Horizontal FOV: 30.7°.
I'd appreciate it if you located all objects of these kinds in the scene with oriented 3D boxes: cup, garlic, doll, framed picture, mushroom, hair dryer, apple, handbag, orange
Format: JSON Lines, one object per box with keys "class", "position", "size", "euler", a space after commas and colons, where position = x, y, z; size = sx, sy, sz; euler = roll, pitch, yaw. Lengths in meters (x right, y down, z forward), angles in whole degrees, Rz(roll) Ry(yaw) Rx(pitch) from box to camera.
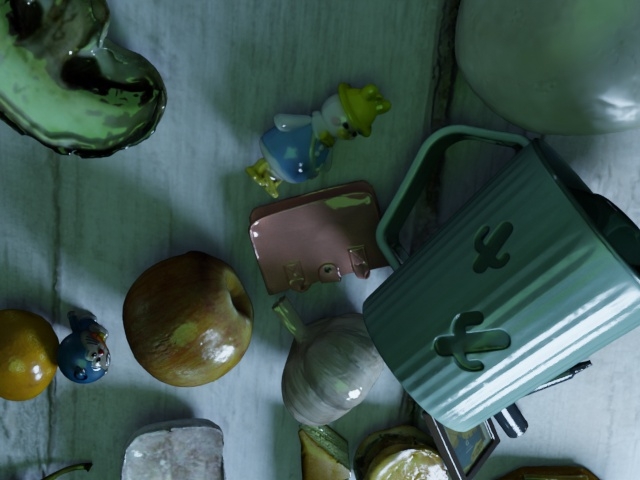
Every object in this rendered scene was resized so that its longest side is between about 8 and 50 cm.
{"class": "cup", "position": [0.277, 0.043, 1.784], "size": [0.392, 0.401, 0.310], "euler": [-40, 134, 16]}
{"class": "garlic", "position": [-0.005, 0.181, 1.918], "size": [0.212, 0.218, 0.218], "euler": [43, 109, -2]}
{"class": "doll", "position": [-0.386, 0.180, 1.919], "size": [0.085, 0.152, 0.114], "euler": [-32, 110, 11]}
{"class": "framed picture", "position": [0.246, 0.324, 2.021], "size": [0.023, 0.128, 0.168], "euler": [1, 124, 45]}
{"class": "doll", "position": [-0.005, -0.163, 1.791], "size": [0.241, 0.098, 0.135], "euler": [-32, 107, 15]}
{"class": "mushroom", "position": [-0.387, -0.271, 1.723], "size": [0.344, 0.130, 0.247], "euler": [29, 96, -15]}
{"class": "hair dryer", "position": [0.366, 0.233, 2.015], "size": [0.195, 0.050, 0.173], "euler": [-33, 119, 8]}
{"class": "apple", "position": [-0.209, 0.127, 1.864], "size": [0.188, 0.211, 0.211], "euler": [-27, 113, 16]}
{"class": "handbag", "position": [0.000, 0.000, 1.890], "size": [0.213, 0.059, 0.157], "euler": [-14, 115, 5]}
{"class": "orange", "position": [-0.500, 0.185, 1.929], "size": [0.136, 0.159, 0.159], "euler": [-33, 119, -31]}

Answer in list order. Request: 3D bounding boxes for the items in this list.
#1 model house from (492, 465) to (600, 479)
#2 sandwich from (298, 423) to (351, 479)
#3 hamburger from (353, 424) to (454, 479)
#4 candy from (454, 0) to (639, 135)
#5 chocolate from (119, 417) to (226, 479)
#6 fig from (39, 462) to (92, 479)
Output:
{"class": "model house", "position": [0.423, 0.524, 2.062], "size": [0.219, 0.229, 0.199], "euler": [-41, 116, 16]}
{"class": "sandwich", "position": [0.015, 0.423, 2.078], "size": [0.088, 0.090, 0.244], "euler": [-3, 113, 5]}
{"class": "hamburger", "position": [0.155, 0.410, 2.070], "size": [0.186, 0.113, 0.177], "euler": [-19, 109, -1]}
{"class": "candy", "position": [0.399, -0.351, 1.666], "size": [0.386, 0.186, 0.426], "euler": [8, 111, 0]}
{"class": "chocolate", "position": [-0.263, 0.440, 2.077], "size": [0.185, 0.100, 0.303], "euler": [-4, 119, -11]}
{"class": "fig", "position": [-0.511, 0.467, 2.089], "size": [0.236, 0.124, 0.124], "euler": [-40, 111, 1]}
